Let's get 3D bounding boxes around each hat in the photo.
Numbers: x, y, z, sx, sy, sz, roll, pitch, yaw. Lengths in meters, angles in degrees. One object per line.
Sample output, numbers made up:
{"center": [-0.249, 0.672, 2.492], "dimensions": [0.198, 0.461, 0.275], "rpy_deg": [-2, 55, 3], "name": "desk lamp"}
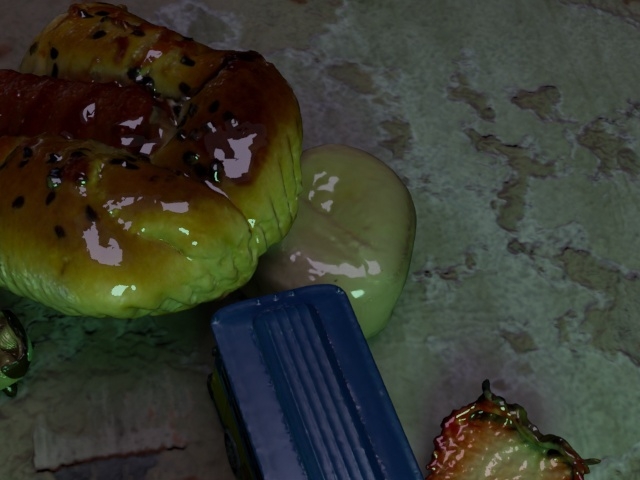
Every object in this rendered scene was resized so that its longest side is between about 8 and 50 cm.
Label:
{"center": [-0.325, 0.115, 1.199], "dimensions": [0.076, 0.059, 0.077], "rpy_deg": [-32, 60, -9], "name": "hat"}

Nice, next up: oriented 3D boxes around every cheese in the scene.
{"center": [0.000, 0.000, 1.297], "dimensions": [0.218, 0.117, 0.235], "rpy_deg": [-6, 54, -11], "name": "cheese"}

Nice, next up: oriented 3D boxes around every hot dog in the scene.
{"center": [-0.205, -0.073, 1.200], "dimensions": [0.365, 0.196, 0.367], "rpy_deg": [26, 59, 30], "name": "hot dog"}

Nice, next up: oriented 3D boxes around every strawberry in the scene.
{"center": [0.161, 0.261, 1.176], "dimensions": [0.167, 0.087, 0.208], "rpy_deg": [36, 77, 29], "name": "strawberry"}

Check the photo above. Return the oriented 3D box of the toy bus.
{"center": [-0.006, 0.204, 1.120], "dimensions": [0.138, 0.175, 0.288], "rpy_deg": [-13, 59, -17], "name": "toy bus"}
